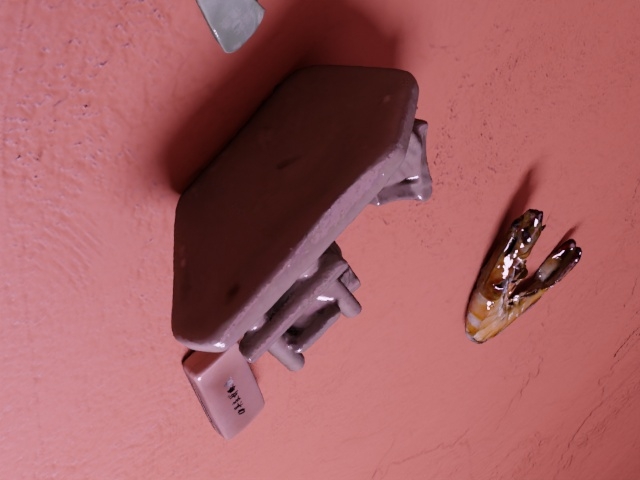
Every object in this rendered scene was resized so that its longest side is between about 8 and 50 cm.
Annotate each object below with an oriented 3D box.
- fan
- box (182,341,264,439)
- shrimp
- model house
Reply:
[{"bbox_3d":[-0.076,-0.170,0.829,0.038,0.016,0.193,-48,151,-7],"label":"fan"},{"bbox_3d":[-0.074,0.116,1.141,0.048,0.025,0.115,-38,148,-15],"label":"box"},{"bbox_3d":[0.206,0.019,1.379,0.148,0.035,0.195,-23,148,-33],"label":"shrimp"},{"bbox_3d":[-0.007,-0.006,0.999,0.229,0.122,0.188,-49,152,-5],"label":"model house"}]
